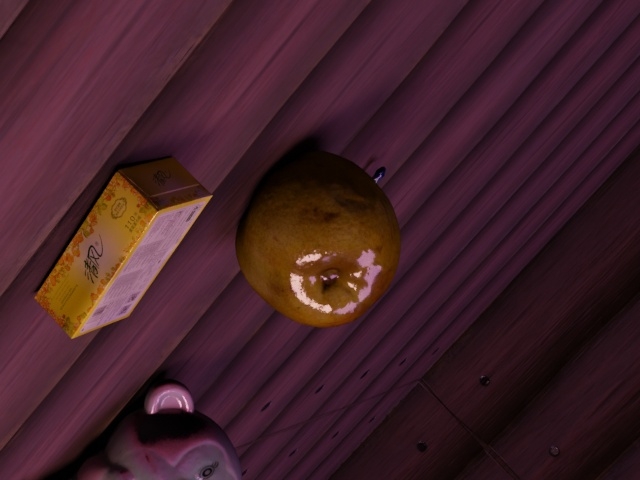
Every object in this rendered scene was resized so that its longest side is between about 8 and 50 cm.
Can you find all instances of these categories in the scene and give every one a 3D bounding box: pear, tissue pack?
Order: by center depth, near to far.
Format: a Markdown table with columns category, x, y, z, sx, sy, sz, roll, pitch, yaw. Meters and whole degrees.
| category | x | y | z | sx | sy | sz | roll | pitch | yaw |
| --- | --- | --- | --- | --- | --- | --- | --- | --- | --- |
| tissue pack | -0.192 | 0.006 | 1.264 | 0.176 | 0.062 | 0.095 | -54 | 164 | 27 |
| pear | 0.000 | 0.000 | 1.509 | 0.200 | 0.200 | 0.200 | -40 | 164 | -14 |

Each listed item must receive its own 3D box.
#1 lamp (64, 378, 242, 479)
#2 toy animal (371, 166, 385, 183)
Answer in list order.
| category | x | y | z | sx | sy | sz | roll | pitch | yaw |
| --- | --- | --- | --- | --- | --- | --- | --- | --- | --- |
| lamp | -0.255 | 0.352 | 1.786 | 0.301 | 0.247 | 0.247 | -35 | -166 | -10 |
| toy animal | 0.015 | -0.018 | 1.769 | 0.217 | 0.041 | 0.075 | -42 | 163 | 5 |
